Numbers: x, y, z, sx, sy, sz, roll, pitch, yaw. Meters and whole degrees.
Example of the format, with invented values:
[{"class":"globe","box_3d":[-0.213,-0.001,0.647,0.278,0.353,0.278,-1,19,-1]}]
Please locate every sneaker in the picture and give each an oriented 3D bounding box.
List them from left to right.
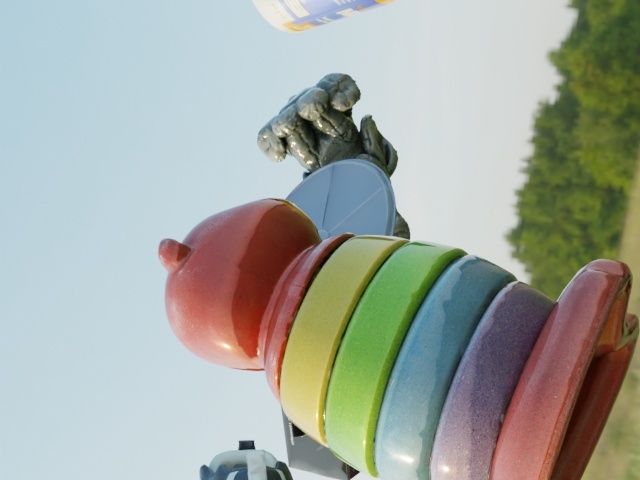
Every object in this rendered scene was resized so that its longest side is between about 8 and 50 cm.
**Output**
[{"class":"sneaker","box_3d":[-0.065,0.275,1.197,0.235,0.094,0.153,90,175,-61]}]

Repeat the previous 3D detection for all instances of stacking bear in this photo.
[{"class":"stacking bear","box_3d":[0.033,0.060,0.792,0.164,0.289,0.175,-65,-22,-11]}]

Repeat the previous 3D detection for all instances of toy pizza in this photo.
[{"class":"toy pizza","box_3d":[0.009,0.006,1.346,0.032,0.201,0.201,31,-116,-38]}]

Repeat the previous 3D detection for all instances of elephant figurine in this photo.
[{"class":"elephant figurine","box_3d":[0.036,-0.101,1.751,0.169,0.239,0.186,-30,14,47]}]

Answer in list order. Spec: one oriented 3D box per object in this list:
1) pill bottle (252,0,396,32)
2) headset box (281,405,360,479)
[{"class":"pill bottle","box_3d":[0.053,-0.347,1.461,0.152,0.272,0.152,17,-111,-50]},{"class":"headset box","box_3d":[0.051,0.185,1.758,0.293,0.110,0.218,-27,-64,-49]}]
